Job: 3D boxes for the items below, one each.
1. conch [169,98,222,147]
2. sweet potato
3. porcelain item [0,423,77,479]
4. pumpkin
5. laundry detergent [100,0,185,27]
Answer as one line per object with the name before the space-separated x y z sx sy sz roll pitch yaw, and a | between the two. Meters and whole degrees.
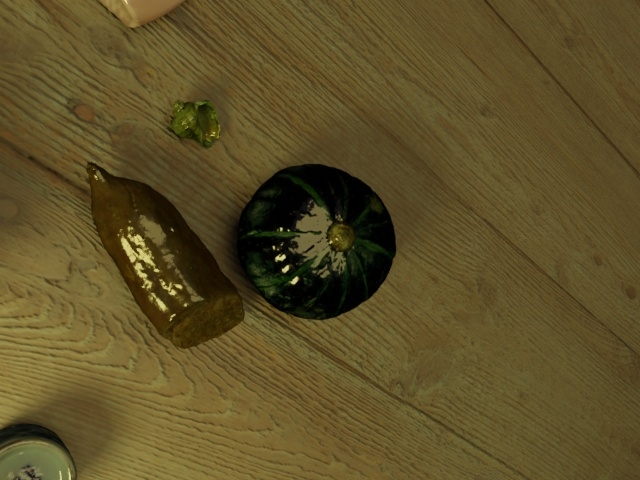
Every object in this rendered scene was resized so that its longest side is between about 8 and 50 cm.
conch | -0.226 -0.220 1.118 0.089 0.074 0.121 -38 134 7
sweet potato | -0.275 0.023 1.040 0.157 0.157 0.370 -36 98 -28
porcelain item | -0.453 0.359 0.921 0.147 0.114 0.147 1 88 -30
pumpkin | 0.000 0.000 1.153 0.315 0.238 0.316 0 90 -28
laundry detergent | -0.263 -0.530 1.107 0.335 0.087 0.159 -48 110 -25
